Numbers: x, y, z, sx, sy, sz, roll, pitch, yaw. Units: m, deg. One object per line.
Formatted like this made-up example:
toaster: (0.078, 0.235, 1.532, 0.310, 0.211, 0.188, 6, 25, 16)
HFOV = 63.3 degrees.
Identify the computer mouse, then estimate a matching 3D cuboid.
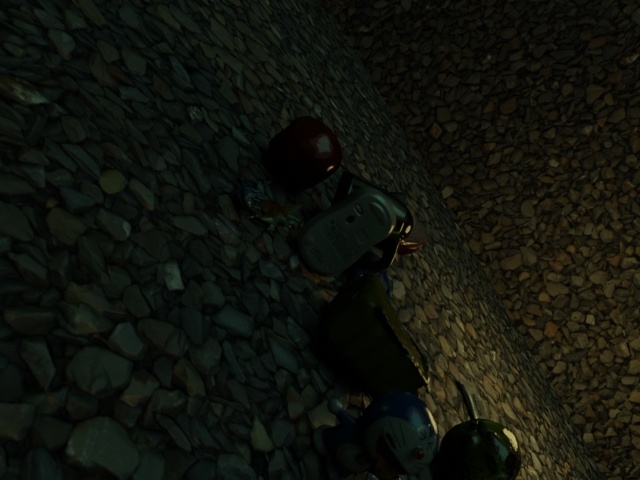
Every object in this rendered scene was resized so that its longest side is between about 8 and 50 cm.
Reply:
computer mouse: (0.073, -0.031, 1.497, 0.184, 0.296, 0.121, 51, 3, -15)

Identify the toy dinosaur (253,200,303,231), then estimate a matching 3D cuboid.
toy dinosaur: (-0.121, -0.074, 1.459, 0.142, 0.057, 0.212, 27, 21, -14)

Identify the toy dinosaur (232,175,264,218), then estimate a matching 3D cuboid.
toy dinosaur: (-0.189, -0.111, 1.354, 0.080, 0.045, 0.197, 13, 34, -23)

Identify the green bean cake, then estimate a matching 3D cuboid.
green bean cake: (0.133, 0.263, 1.357, 0.310, 0.202, 0.285, 56, 13, -3)

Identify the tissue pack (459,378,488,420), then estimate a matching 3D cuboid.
tissue pack: (0.568, 0.605, 1.904, 0.122, 0.026, 0.193, 25, 39, -48)

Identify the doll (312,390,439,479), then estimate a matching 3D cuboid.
doll: (0.111, 0.406, 1.060, 0.215, 0.256, 0.161, 60, 18, -4)

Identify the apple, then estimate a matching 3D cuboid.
apple: (-0.046, -0.267, 1.604, 0.201, 0.218, 0.218, 52, 25, -16)

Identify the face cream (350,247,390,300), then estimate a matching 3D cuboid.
face cream: (0.159, 0.108, 1.685, 0.149, 0.083, 0.264, 30, 34, -27)

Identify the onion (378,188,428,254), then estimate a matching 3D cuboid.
onion: (0.247, -0.031, 1.931, 0.267, 0.159, 0.348, 46, 32, 4)

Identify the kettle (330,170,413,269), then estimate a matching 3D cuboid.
kettle: (0.160, -0.068, 1.635, 0.271, 0.207, 0.251, 18, 45, 0)

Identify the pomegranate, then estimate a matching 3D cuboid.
pomegranate: (0.447, 0.641, 1.444, 0.204, 0.221, 0.277, 43, 42, -64)
